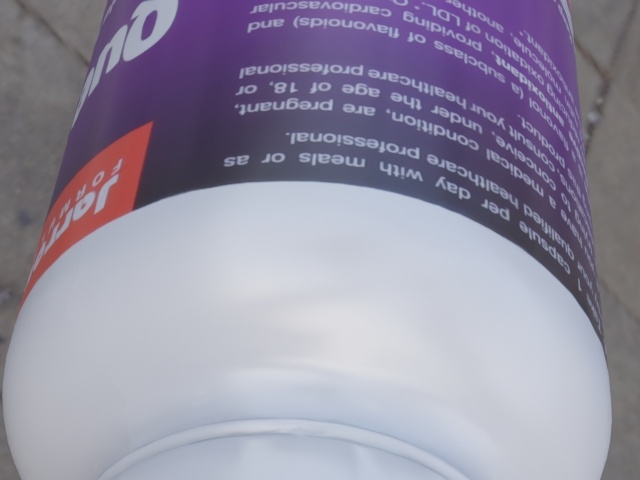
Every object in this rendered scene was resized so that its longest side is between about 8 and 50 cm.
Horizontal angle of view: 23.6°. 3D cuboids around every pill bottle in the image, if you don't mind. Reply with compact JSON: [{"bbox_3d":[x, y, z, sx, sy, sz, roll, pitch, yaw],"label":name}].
[{"bbox_3d":[0.000,0.000,0.513,0.181,0.181,0.323,36,36,-25],"label":"pill bottle"}]
